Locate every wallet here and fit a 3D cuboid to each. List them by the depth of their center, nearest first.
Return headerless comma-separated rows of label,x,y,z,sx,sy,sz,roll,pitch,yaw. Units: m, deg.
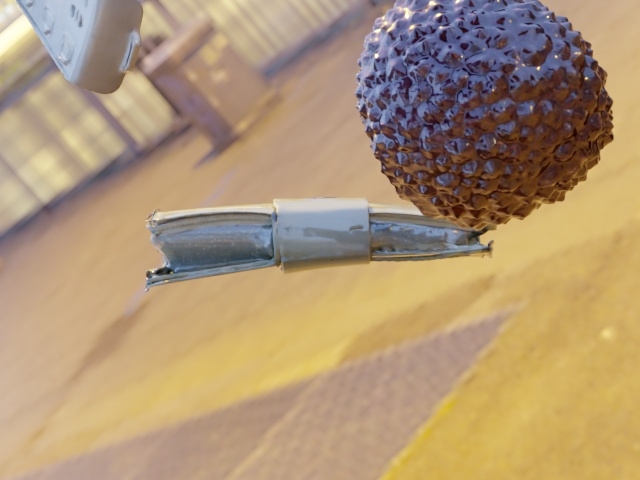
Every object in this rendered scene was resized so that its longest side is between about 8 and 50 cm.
wallet,0.000,0.000,1.695,0.309,0.077,0.223,-3,-1,0

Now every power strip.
power strip,-0.158,-0.165,1.089,0.253,0.027,0.060,53,129,49

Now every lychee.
lychee,0.126,-0.103,1.408,0.188,0.188,0.188,-39,11,10
